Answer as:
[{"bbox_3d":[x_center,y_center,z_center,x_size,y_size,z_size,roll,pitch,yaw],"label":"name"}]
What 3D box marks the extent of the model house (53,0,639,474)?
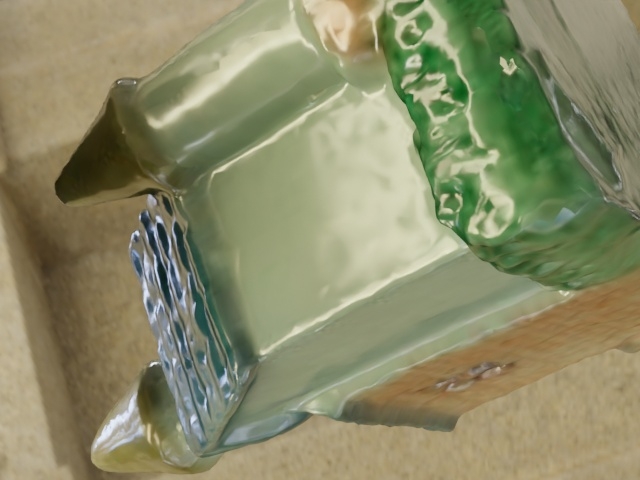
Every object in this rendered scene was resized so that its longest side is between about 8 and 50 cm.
[{"bbox_3d":[0.000,0.000,0.740,0.325,0.267,0.194,-31,-113,21],"label":"model house"}]
